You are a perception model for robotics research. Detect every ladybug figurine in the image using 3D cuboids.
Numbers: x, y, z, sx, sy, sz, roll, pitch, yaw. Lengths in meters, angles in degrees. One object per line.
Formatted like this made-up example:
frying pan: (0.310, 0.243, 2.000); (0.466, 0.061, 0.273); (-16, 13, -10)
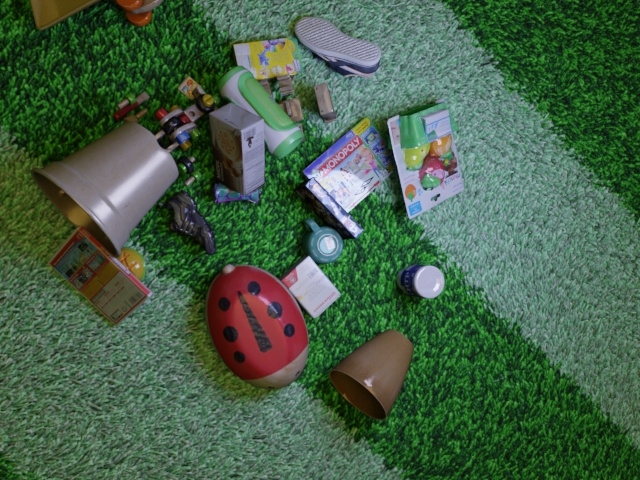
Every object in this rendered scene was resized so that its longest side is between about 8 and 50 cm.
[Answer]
ladybug figurine: (-0.202, 0.282, 1.807); (0.305, 0.162, 0.449); (-30, 98, -7)

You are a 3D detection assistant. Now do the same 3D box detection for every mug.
mug: (0.000, 0.010, 1.919); (0.157, 0.097, 0.130); (26, 82, -14)

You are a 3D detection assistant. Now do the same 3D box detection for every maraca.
maraca: (-0.625, 0.081, 1.742); (0.185, 0.099, 0.127); (5, 88, 10)

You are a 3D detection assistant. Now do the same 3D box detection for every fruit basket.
fruit basket: (0.386, -0.295, 1.985); (0.327, 0.165, 0.353); (-26, 103, -35)

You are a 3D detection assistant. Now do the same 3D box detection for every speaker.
speaker: (-0.189, -0.403, 1.779); (0.131, 0.131, 0.296); (-41, 89, -13)

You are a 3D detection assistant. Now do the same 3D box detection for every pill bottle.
pill bottle: (0.339, 0.141, 1.967); (0.112, 0.186, 0.112); (1, 88, -16)

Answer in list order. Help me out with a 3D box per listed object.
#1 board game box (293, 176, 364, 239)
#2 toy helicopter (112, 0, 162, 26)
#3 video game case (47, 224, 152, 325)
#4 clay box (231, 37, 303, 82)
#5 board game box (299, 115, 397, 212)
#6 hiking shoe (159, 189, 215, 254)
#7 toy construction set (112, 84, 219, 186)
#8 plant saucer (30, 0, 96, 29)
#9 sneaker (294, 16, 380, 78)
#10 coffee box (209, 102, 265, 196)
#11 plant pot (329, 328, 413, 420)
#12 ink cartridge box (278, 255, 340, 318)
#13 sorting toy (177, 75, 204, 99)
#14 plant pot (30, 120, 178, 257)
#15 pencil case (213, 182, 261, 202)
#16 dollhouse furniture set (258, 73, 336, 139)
board game box: (0.025, -0.103, 1.895); (0.243, 0.165, 0.042); (46, 78, -10)
toy helicopter: (-0.629, -0.857, 1.749); (0.355, 0.140, 0.235); (35, 86, 0)
video game case: (-0.662, 0.112, 1.695); (0.285, 0.204, 0.025); (46, 32, -10)
clay box: (-0.177, -0.605, 1.907); (0.222, 0.053, 0.128); (-12, 92, -17)
board game box: (0.113, -0.257, 1.986); (0.317, 0.046, 0.213); (-43, 101, -13)
hiking shoe: (-0.422, -0.044, 1.818); (0.114, 0.086, 0.227); (-29, 91, -1)
toy construction set: (-0.453, -0.385, 1.769); (0.308, 0.257, 0.237); (34, 60, 10)
plant saucer: (-0.722, -0.823, 1.668); (0.332, 0.081, 0.333); (-17, 85, 20)
sneaker: (0.053, -0.650, 1.949); (0.321, 0.127, 0.126); (29, 74, 11)
coffee box: (-0.256, -0.280, 1.757); (0.141, 0.247, 0.098); (32, 50, 26)
plant pot: (0.199, 0.430, 1.916); (0.237, 0.237, 0.254); (50, 64, -9)
ink cartridge box: (-0.039, 0.158, 1.917); (0.127, 0.072, 0.175); (-41, 99, -14)
sorting toy: (-0.420, -0.511, 1.856); (0.062, 0.012, 0.083); (38, 79, -12)
plant pot: (-0.600, -0.172, 1.661); (0.334, 0.334, 0.305); (47, 66, -10)
pencil case: (-0.276, -0.156, 1.861); (0.151, 0.064, 0.070); (-2, 75, -16)
dollhouse furniture set: (-0.079, -0.439, 1.912); (0.242, 0.161, 0.212); (-13, 92, 6)
